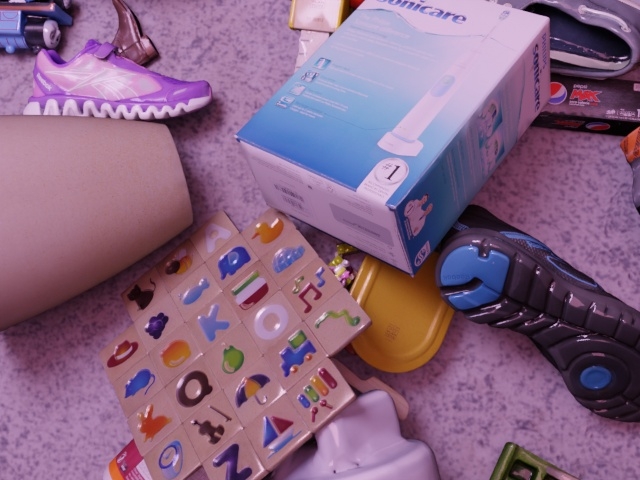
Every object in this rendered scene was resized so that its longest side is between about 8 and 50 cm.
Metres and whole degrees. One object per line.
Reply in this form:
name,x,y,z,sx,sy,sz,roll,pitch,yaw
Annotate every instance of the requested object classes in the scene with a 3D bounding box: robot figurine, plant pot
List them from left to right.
plant pot,-0.299,-0.045,0.929,0.274,0.256,0.256,-16,79,-14
robot figurine,0.048,0.343,0.833,0.300,0.200,0.353,-17,83,43

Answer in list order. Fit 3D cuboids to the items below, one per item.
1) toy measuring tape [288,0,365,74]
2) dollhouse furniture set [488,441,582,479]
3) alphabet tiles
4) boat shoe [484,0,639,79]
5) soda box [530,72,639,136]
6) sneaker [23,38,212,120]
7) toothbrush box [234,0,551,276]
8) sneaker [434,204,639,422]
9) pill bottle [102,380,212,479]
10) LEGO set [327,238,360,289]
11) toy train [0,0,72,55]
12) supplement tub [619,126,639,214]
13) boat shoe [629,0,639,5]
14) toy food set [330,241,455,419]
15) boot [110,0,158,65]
toy measuring tape,0.001,-0.269,1.003,0.121,0.121,0.330,9,93,6
dollhouse furniture set,0.217,0.387,0.820,0.151,0.197,0.301,26,83,6
alphabet tiles,-0.108,0.111,0.890,0.285,0.011,0.342,-41,47,1
boat shoe,0.236,-0.270,0.950,0.320,0.099,0.116,20,128,13
soda box,0.312,-0.168,0.975,0.169,0.060,0.053,7,81,5
sneaker,-0.255,-0.200,0.994,0.237,0.095,0.104,-1,98,0
toothbrush box,0.089,-0.140,0.884,0.216,0.126,0.295,26,66,31
sneaker,0.282,0.076,0.901,0.341,0.139,0.125,37,118,-11
pill bottle,-0.132,0.227,0.914,0.121,0.121,0.221,43,86,10
LEGO set,0.000,0.000,0.948,0.132,0.107,0.287,22,83,8
toy train,-0.422,-0.299,1.051,0.184,0.080,0.105,3,90,3
supplement tub,0.478,-0.012,0.869,0.194,0.193,0.316,-27,79,0
boat shoe,0.323,-0.311,0.999,0.219,0.077,0.070,16,49,14
toy food set,0.081,0.085,0.942,0.128,0.071,0.217,29,77,-12
boot,-0.288,-0.258,1.053,0.114,0.037,0.106,-32,81,3
